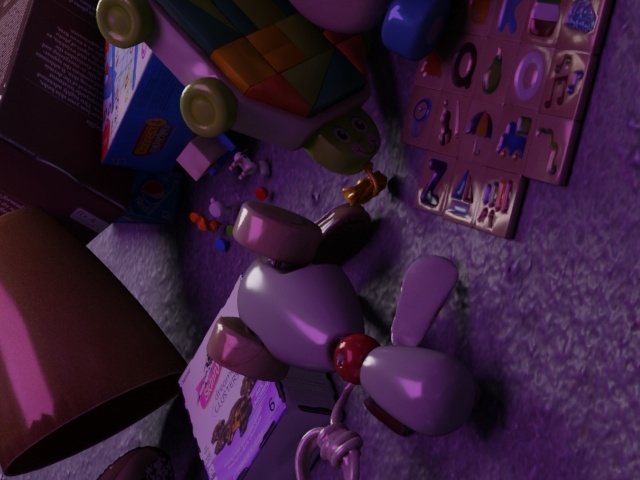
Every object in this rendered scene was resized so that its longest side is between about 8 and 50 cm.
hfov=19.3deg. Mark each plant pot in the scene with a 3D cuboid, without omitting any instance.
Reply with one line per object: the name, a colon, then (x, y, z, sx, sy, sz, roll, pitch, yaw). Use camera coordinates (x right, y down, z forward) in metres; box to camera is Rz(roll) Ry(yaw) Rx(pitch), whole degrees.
plant pot: (-0.306, 0.098, 2.118, 0.237, 0.237, 0.254, -41, 75, 48)

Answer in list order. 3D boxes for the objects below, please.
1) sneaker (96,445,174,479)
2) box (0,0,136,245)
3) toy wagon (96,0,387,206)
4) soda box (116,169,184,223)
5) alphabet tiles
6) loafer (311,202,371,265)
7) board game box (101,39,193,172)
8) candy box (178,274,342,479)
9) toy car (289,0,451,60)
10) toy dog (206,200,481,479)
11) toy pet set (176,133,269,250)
sneaker: (-0.170, 0.423, 2.002, 0.182, 0.158, 0.410, -4, 71, 29)
box: (-0.312, -0.185, 2.287, 0.143, 0.191, 0.381, -38, 30, 37)
toy wagon: (-0.048, -0.182, 1.835, 0.344, 0.267, 0.068, 47, 129, 9)
soda box: (-0.249, -0.060, 2.352, 0.210, 0.071, 0.067, 3, 80, 62)
alphabet tiles: (0.169, -0.180, 1.699, 0.285, 0.011, 0.342, 21, 98, 63)
loafer: (0.000, 0.000, 1.888, 0.148, 0.056, 0.050, -46, 48, 45)
board game box: (-0.172, -0.274, 2.097, 0.308, 0.086, 0.302, 128, 145, -63)
candy box: (-0.065, 0.162, 1.927, 0.165, 0.070, 0.196, -60, 34, 31)
toy car: (0.068, -0.332, 1.794, 0.238, 0.219, 0.210, -47, -22, -34)
toy dog: (0.037, 0.093, 1.733, 0.333, 0.161, 0.220, 54, 124, 36)
toy pet set: (-0.105, -0.072, 2.121, 0.114, 0.065, 0.122, 47, 136, 4)
